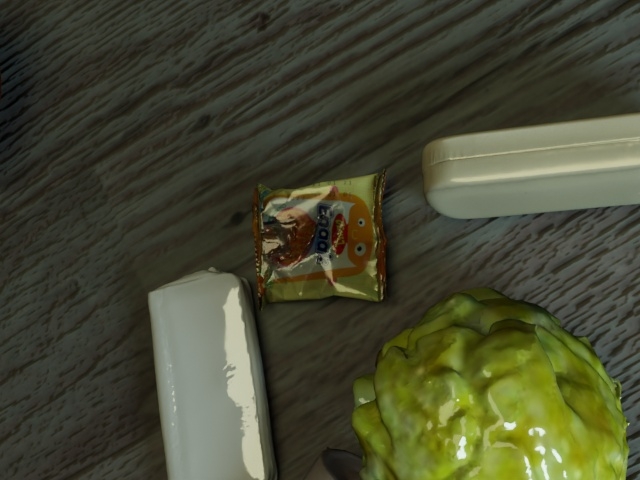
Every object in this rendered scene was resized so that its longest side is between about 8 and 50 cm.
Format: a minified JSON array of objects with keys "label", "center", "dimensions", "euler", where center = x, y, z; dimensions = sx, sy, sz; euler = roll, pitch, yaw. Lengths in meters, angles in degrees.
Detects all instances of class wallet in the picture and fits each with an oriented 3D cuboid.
[{"label":"wallet","center":[-0.089,0.115,0.820],"dimensions":[0.095,0.033,0.189],"euler":[-12,73,16]}]

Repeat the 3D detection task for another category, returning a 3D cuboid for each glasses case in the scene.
[{"label":"glasses case","center":[0.171,-0.052,0.735],"dimensions":[0.196,0.083,0.050],"euler":[-5,75,18]}]

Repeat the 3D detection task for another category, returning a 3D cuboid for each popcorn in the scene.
[{"label":"popcorn","center":[0.101,0.125,0.676],"dimensions":[0.213,0.198,0.197],"euler":[3,76,46]}]

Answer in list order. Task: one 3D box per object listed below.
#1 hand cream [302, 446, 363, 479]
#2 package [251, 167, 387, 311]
[{"label":"hand cream","center":[-0.027,0.272,0.738],"dimensions":[0.133,0.083,0.247],"euler":[32,99,27]},{"label":"package","center":[-0.002,0.000,0.817],"dimensions":[0.121,0.031,0.107],"euler":[-6,75,19]}]
